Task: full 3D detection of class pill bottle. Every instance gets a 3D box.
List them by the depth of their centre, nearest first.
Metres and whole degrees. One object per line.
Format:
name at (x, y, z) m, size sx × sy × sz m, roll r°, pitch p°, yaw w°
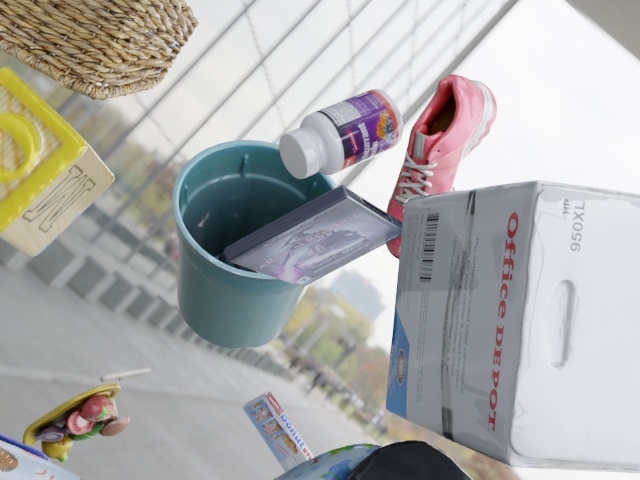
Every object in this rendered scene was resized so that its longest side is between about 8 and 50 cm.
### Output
pill bottle at (0.032, -0.172, 1.800) m, size 0.108 × 0.193 × 0.108 m, roll 41°, pitch -35°, yaw 38°

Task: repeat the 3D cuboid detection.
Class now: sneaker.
sneaker at (0.164, -0.122, 1.721) m, size 0.116 × 0.314 × 0.136 m, roll 23°, pitch 2°, yaw 30°

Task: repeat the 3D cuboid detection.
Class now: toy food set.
toy food set at (-0.359, 0.282, 1.678) m, size 0.071 × 0.218 × 0.128 m, roll 60°, pitch 16°, yaw 14°

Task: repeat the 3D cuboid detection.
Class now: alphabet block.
alphabet block at (-0.462, -0.115, 1.669) m, size 0.192 × 0.193 × 0.197 m, roll 42°, pitch -8°, yaw 8°

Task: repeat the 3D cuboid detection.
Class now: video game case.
video game case at (0.000, 0.000, 1.616) m, size 0.026 × 0.196 × 0.274 m, roll 67°, pitch 15°, yaw 17°

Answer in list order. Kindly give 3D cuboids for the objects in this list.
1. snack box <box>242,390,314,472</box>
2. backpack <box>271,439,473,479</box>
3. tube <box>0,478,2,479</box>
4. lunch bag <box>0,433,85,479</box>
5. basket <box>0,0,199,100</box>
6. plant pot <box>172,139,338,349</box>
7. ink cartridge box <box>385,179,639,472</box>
snack box at (-0.066, 0.354, 1.928) m, size 0.178 × 0.064 × 0.022 m, roll 56°, pitch 38°, yaw 0°
backpack at (-0.024, 0.388, 1.274) m, size 0.273 × 0.355 × 0.290 m, roll 42°, pitch 35°, yaw 8°
tube at (-0.278, 0.292, 1.056) m, size 0.062 × 0.070 × 0.240 m, roll 3°, pitch 14°, yaw -39°
lunch bag at (-0.477, 0.320, 1.307) m, size 0.328 × 0.239 × 0.385 m, roll 30°, pitch -21°, yaw -27°
basket at (-0.374, -0.333, 1.699) m, size 0.299 × 0.223 × 0.213 m, roll 27°, pitch -8°, yaw 15°
plant pot at (-0.149, 0.033, 2.217) m, size 0.341 × 0.341 × 0.334 m, roll 41°, pitch -36°, yaw 18°
ink cartridge box at (0.221, 0.090, 1.254) m, size 0.166 × 0.285 × 0.395 m, roll 6°, pitch -2°, yaw -14°
